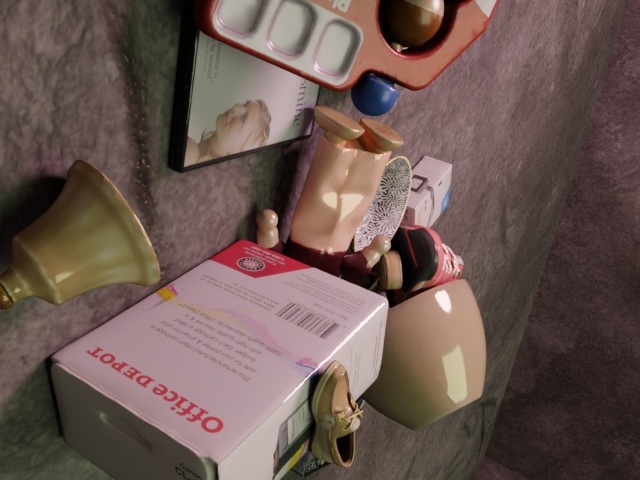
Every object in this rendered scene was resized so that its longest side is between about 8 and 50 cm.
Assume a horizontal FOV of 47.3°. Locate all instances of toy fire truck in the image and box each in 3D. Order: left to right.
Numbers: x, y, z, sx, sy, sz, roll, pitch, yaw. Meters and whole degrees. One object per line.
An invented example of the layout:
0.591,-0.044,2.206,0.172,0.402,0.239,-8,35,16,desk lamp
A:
0.048,-0.265,0.726,0.302,0.169,0.254,17,104,-35,toy fire truck

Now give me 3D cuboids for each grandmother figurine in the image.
0.000,0.000,0.989,0.208,0.104,0.342,15,113,-20,grandmother figurine

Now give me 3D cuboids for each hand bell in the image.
-0.265,0.047,0.581,0.242,0.126,0.126,-35,142,-27,hand bell

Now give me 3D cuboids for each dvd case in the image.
-0.069,-0.183,0.821,0.253,0.022,0.180,-27,134,-54,dvd case

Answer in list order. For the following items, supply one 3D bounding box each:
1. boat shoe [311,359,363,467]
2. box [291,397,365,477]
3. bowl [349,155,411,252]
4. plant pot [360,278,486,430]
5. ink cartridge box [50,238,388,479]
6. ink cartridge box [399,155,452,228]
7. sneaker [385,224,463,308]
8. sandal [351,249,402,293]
0.020,0.179,0.747,0.050,0.045,0.135,-42,144,-41,boat shoe
0.025,0.350,1.424,0.184,0.045,0.191,10,103,-62,box
0.065,-0.060,1.115,0.170,0.080,0.170,-44,147,-38,bowl
0.181,0.220,1.292,0.284,0.191,0.284,-26,164,-8,plant pot
-0.098,0.141,0.803,0.306,0.226,0.131,-36,140,-45,ink cartridge box
0.172,-0.060,1.344,0.180,0.060,0.104,-48,149,-34,ink cartridge box
0.187,0.034,1.271,0.314,0.136,0.116,102,-24,-75,sneaker
0.077,0.048,1.235,0.240,0.079,0.088,163,-76,-85,sandal
